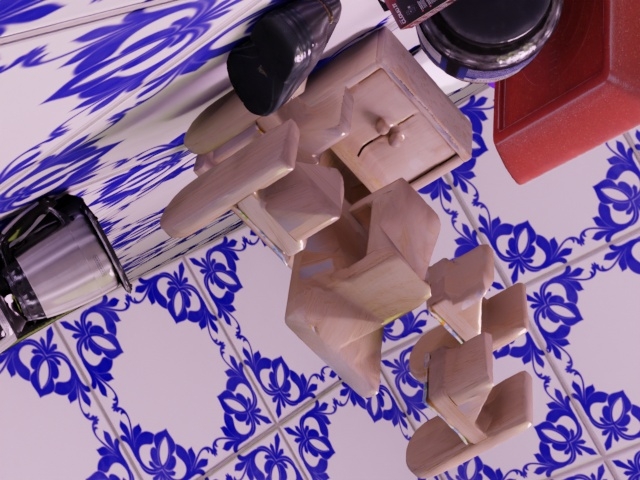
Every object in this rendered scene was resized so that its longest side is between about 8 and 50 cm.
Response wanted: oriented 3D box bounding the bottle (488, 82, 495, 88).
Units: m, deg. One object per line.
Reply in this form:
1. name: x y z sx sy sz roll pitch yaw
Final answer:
1. bottle: 0.312 -0.295 1.942 0.283 0.092 0.118 -30 -148 52

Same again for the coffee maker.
1. coffee maker: -0.293 0.043 1.475 0.178 0.120 0.171 -28 180 -12

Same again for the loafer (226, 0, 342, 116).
1. loafer: -0.028 -0.144 1.179 0.061 0.062 0.170 -34 -178 -21

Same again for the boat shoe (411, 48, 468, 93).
1. boat shoe: 0.126 -0.219 1.978 0.219 0.078 0.070 -35 -148 3

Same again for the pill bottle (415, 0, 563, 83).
1. pill bottle: 0.139 -0.199 1.250 0.123 0.122 0.219 -29 180 4

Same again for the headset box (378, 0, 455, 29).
1. headset box: 0.076 -0.200 1.112 0.083 0.062 0.032 -30 178 23

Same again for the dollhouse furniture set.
1. dollhouse furniture set: 0.000 0.000 1.479 0.256 0.362 0.394 -31 -152 26

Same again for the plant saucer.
1. plant saucer: 0.228 -0.206 1.364 0.048 0.258 0.259 9 164 -21
